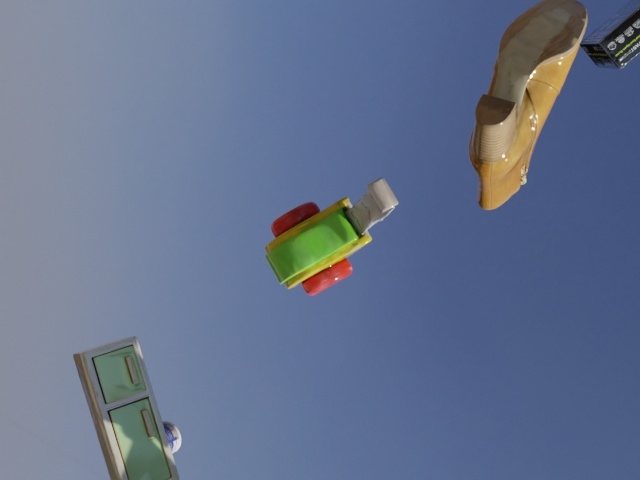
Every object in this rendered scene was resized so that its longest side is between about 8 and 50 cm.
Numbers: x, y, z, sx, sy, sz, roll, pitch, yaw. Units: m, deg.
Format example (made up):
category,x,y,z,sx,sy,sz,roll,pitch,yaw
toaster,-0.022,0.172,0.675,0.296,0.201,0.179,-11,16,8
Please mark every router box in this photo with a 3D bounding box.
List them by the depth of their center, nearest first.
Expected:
category,x,y,z,sx,sy,sz,roll,pitch,yaw
router box,0.337,-0.230,1.170,0.092,0.038,0.122,-40,-175,9

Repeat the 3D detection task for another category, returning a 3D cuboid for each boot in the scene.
category,x,y,z,sx,sy,sz,roll,pitch,yaw
boot,0.304,-0.203,1.618,0.295,0.104,0.211,-55,156,-23

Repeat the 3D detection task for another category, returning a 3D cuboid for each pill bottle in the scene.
category,x,y,z,sx,sy,sz,roll,pitch,yaw
pill bottle,-0.330,0.396,2.080,0.067,0.120,0.067,8,-76,32

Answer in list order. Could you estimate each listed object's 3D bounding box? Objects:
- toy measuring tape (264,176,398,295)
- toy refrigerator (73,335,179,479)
category,x,y,z,sx,sy,sz,roll,pitch,yaw
toy measuring tape,0.000,0.000,1.326,0.330,0.122,0.121,140,-51,-73
toy refrigerator,-0.342,0.312,1.903,0.094,0.102,0.269,-17,-91,65
